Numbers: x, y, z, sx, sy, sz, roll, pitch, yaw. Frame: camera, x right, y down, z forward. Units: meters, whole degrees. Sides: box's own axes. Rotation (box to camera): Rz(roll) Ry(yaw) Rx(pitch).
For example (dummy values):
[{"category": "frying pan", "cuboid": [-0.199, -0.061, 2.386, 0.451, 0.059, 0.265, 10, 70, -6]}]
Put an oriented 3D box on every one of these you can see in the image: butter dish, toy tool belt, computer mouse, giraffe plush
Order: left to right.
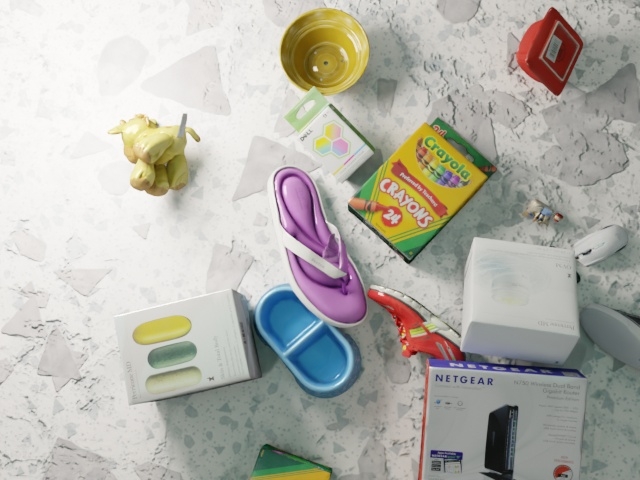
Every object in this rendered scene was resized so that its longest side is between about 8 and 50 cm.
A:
[{"category": "giraffe plush", "cuboid": [-0.411, -0.227, 1.790, 0.170, 0.181, 0.210, 25, 93, 28]}, {"category": "butter dish", "cuboid": [0.523, -0.447, 1.792, 0.160, 0.118, 0.160, 31, 82, -36]}, {"category": "toy tool belt", "cuboid": [0.517, -0.057, 1.758, 0.083, 0.052, 0.051, 34, 115, 11]}, {"category": "computer mouse", "cuboid": [0.624, 0.020, 1.737, 0.193, 0.042, 0.106, -29, 79, -2]}]

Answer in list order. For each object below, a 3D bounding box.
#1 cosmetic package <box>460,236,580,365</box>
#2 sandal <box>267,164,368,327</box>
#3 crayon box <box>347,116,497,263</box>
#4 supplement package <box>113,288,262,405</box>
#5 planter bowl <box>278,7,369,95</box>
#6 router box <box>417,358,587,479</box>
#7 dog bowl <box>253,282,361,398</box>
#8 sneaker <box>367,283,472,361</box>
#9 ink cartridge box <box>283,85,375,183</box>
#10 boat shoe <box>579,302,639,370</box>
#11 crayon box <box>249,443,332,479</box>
[{"category": "cosmetic package", "cuboid": [0.430, 0.131, 1.639, 0.224, 0.138, 0.225, 7, 55, 4]}, {"category": "sandal", "cuboid": [-0.013, 0.005, 1.712, 0.169, 0.102, 0.416, -19, 74, -27]}, {"category": "crayon box", "cuboid": [0.241, -0.129, 1.765, 0.202, 0.081, 0.318, 42, 85, 9]}, {"category": "supplement package", "cuboid": [-0.287, 0.238, 1.672, 0.262, 0.198, 0.199, -13, 80, 1]}, {"category": "planter bowl", "cuboid": [0.011, -0.442, 1.825, 0.217, 0.090, 0.217, 0, 83, 3]}, {"category": "router box", "cuboid": [0.386, 0.421, 1.627, 0.335, 0.082, 0.301, 3, 95, 4]}, {"category": "dog bowl", "cuboid": [-0.033, 0.226, 1.723, 0.166, 0.074, 0.297, -41, 81, -4]}, {"category": "sneaker", "cuboid": [0.210, 0.204, 1.700, 0.279, 0.107, 0.118, 37, 89, 9]}, {"category": "ink cartridge box", "cuboid": [0.018, -0.246, 1.762, 0.109, 0.062, 0.209, -43, 98, 17]}, {"category": "boat shoe", "cuboid": [0.727, 0.221, 1.673, 0.301, 0.108, 0.102, 31, 51, 20]}, {"category": "crayon box", "cuboid": [-0.096, 0.610, 1.657, 0.165, 0.081, 0.278, 19, 82, 6]}]
